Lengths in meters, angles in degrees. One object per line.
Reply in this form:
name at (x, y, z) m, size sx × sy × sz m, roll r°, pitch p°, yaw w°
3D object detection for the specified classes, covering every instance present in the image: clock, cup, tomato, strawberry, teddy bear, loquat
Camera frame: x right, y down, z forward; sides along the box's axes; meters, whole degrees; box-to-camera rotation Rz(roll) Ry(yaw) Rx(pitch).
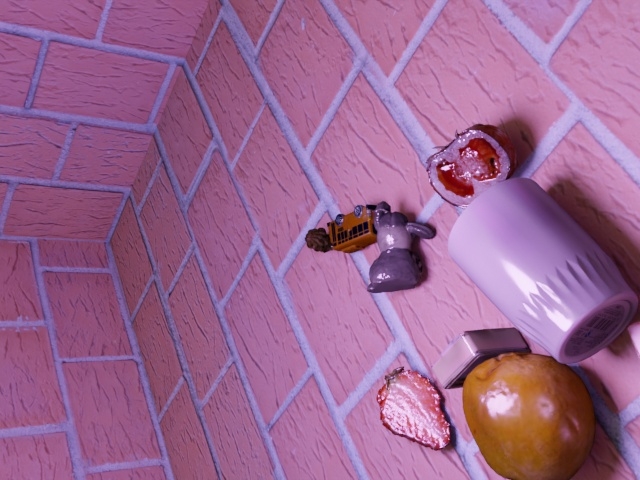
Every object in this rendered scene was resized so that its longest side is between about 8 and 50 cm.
clock at (0.372, 0.275, 1.730) m, size 0.147 × 0.192 × 0.071 m, roll -56°, pitch 47°, yaw 35°
cup at (0.462, 0.061, 1.571) m, size 0.371 × 0.253 × 0.253 m, roll 56°, pitch 130°, yaw 39°
tomato at (0.376, -0.196, 1.794) m, size 0.180 × 0.155 × 0.214 m, roll 52°, pitch 131°, yaw -2°
strawberry at (0.250, 0.458, 1.976) m, size 0.175 × 0.107 × 0.236 m, roll -22°, pitch 65°, yaw 12°
teddy bear at (0.224, 0.025, 2.030) m, size 0.171 × 0.144 × 0.251 m, roll 5°, pitch 73°, yaw 21°
loquat at (0.437, 0.379, 1.582) m, size 0.276 × 0.276 × 0.283 m, roll -5°, pitch 86°, yaw 54°

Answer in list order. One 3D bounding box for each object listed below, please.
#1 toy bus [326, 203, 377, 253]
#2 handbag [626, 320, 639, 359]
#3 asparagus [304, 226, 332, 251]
toy bus at (0.116, -0.032, 2.204) m, size 0.201 × 0.098 × 0.114 m, roll -23°, pitch 68°, yaw 50°
handbag at (0.700, 0.183, 1.391) m, size 0.212 × 0.059 × 0.157 m, roll -40°, pitch 57°, yaw 44°
asparagus at (0.000, 0.000, 2.290) m, size 0.080 × 0.287 × 0.080 m, roll -1°, pitch 85°, yaw 14°
